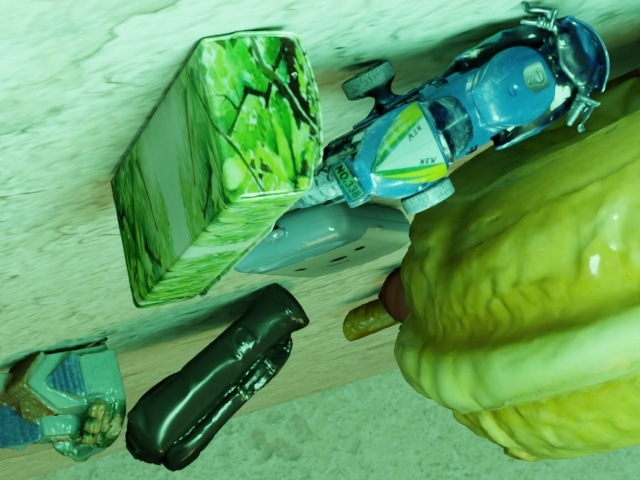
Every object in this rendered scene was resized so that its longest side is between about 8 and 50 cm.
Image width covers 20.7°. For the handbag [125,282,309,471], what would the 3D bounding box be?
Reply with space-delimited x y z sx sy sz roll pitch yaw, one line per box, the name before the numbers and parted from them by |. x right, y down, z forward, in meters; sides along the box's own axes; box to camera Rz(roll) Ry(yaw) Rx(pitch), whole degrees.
handbag | -0.114 0.160 1.959 0.244 0.088 0.275 -44 174 -12

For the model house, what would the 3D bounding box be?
model house | -0.304 0.175 1.888 0.149 0.119 0.148 -1 164 -30

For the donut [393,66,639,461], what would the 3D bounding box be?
donut | 0.248 -0.014 1.156 0.449 0.198 0.449 -26 -172 4

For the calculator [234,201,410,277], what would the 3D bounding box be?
calculator | 0.000 0.000 1.559 0.121 0.039 0.210 -21 169 21

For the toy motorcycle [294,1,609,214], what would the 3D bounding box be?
toy motorcycle | 0.086 -0.078 1.042 0.254 0.092 0.135 -31 -172 -39

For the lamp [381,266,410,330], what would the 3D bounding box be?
lamp | 0.119 0.067 2.017 0.101 0.090 0.101 18 -178 -1

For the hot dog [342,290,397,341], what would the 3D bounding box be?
hot dog | 0.109 0.071 2.155 0.216 0.047 0.066 -25 -178 42

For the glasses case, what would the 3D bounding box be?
glasses case | -0.066 -0.035 1.047 0.062 0.095 0.272 -8 169 -19
